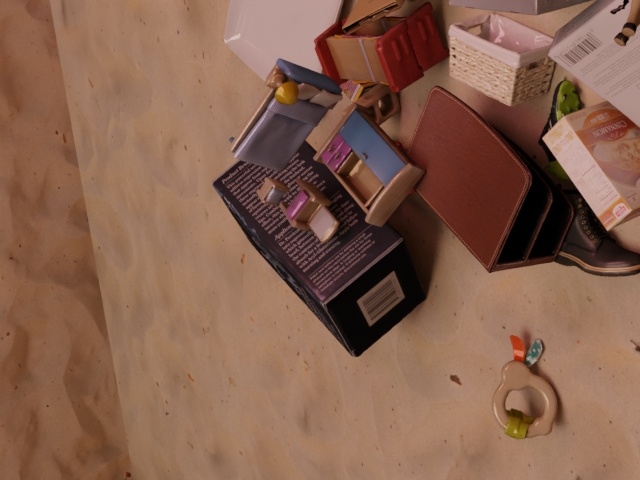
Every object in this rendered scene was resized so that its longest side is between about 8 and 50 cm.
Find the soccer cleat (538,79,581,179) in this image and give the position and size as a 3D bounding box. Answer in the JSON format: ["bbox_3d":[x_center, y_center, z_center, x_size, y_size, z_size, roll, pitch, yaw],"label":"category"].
[{"bbox_3d":[0.408,-0.191,1.907,0.072,0.060,0.178,24,128,48],"label":"soccer cleat"}]

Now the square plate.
[{"bbox_3d":[-0.076,-0.491,2.415,0.344,0.049,0.347,45,139,30],"label":"square plate"}]

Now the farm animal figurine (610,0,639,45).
[{"bbox_3d":[0.593,-0.276,1.454,0.330,0.172,0.327,34,168,-11],"label":"farm animal figurine"}]

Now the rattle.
[{"bbox_3d":[0.401,0.286,2.184,0.130,0.143,0.199,-13,80,23],"label":"rattle"}]

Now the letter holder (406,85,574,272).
[{"bbox_3d":[0.304,-0.125,1.958,0.302,0.152,0.214,52,138,41],"label":"letter holder"}]

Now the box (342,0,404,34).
[{"bbox_3d":[0.129,-0.478,2.037,0.021,0.201,0.164,38,152,-23],"label":"box"}]

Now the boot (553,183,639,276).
[{"bbox_3d":[0.471,-0.018,1.902,0.198,0.077,0.137,13,112,49],"label":"boot"}]

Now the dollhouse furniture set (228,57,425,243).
[{"bbox_3d":[-0.023,-0.128,1.983,0.286,0.303,0.198,-53,51,20],"label":"dollhouse furniture set"}]

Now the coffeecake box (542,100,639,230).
[{"bbox_3d":[0.470,-0.125,1.780,0.185,0.142,0.068,58,144,15],"label":"coffeecake box"}]

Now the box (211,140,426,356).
[{"bbox_3d":[0.000,0.000,2.319,0.395,0.212,0.293,47,173,30],"label":"box"}]

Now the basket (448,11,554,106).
[{"bbox_3d":[0.313,-0.314,1.923,0.167,0.113,0.103,35,135,40],"label":"basket"}]

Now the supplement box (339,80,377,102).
[{"bbox_3d":[0.071,-0.331,2.301,0.083,0.043,0.055,53,142,20],"label":"supplement box"}]

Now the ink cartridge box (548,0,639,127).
[{"bbox_3d":[0.521,-0.292,1.667,0.239,0.060,0.275,35,147,-13],"label":"ink cartridge box"}]

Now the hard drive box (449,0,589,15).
[{"bbox_3d":[0.342,-0.420,1.724,0.181,0.232,0.089,21,124,48],"label":"hard drive box"}]

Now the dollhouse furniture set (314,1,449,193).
[{"bbox_3d":[0.154,-0.266,2.170,0.201,0.152,0.374,16,136,49],"label":"dollhouse furniture set"}]
